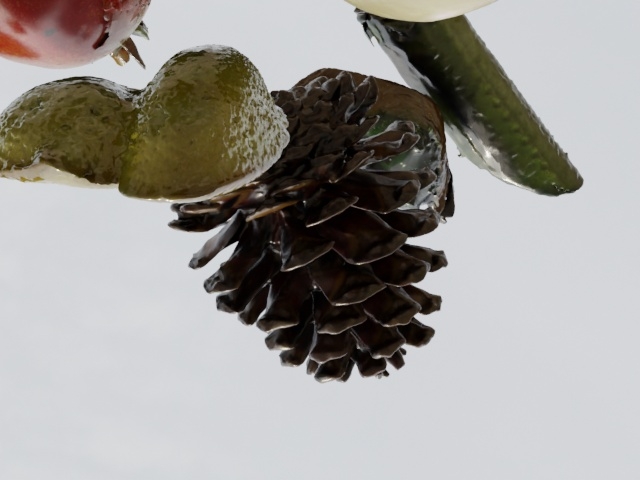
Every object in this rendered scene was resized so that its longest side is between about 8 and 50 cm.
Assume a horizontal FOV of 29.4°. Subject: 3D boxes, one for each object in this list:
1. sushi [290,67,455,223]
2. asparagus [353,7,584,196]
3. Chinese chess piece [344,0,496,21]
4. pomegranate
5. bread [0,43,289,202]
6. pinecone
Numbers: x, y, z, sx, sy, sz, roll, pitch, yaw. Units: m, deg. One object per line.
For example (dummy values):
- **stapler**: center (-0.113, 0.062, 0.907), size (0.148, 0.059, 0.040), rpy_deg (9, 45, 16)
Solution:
- **sushi**: center (0.077, -0.126, 1.537), size (0.287, 0.149, 0.140), rpy_deg (27, -105, -32)
- **asparagus**: center (0.200, -0.194, 1.629), size (0.382, 0.128, 0.108), rpy_deg (50, -157, -17)
- **Chinese chess piece**: center (0.072, -0.259, 0.745), size (0.097, 0.251, 0.250), rpy_deg (8, -131, -25)
- **pomegranate**: center (-0.255, -0.258, 1.177), size (0.210, 0.235, 0.210), rpy_deg (-14, -129, 17)
- **bread**: center (-0.095, -0.070, 0.648), size (0.150, 0.065, 0.187), rpy_deg (1, -160, 12)
- **pinecone**: center (0.003, -0.002, 1.114), size (0.246, 0.292, 0.246), rpy_deg (-22, -160, 8)
